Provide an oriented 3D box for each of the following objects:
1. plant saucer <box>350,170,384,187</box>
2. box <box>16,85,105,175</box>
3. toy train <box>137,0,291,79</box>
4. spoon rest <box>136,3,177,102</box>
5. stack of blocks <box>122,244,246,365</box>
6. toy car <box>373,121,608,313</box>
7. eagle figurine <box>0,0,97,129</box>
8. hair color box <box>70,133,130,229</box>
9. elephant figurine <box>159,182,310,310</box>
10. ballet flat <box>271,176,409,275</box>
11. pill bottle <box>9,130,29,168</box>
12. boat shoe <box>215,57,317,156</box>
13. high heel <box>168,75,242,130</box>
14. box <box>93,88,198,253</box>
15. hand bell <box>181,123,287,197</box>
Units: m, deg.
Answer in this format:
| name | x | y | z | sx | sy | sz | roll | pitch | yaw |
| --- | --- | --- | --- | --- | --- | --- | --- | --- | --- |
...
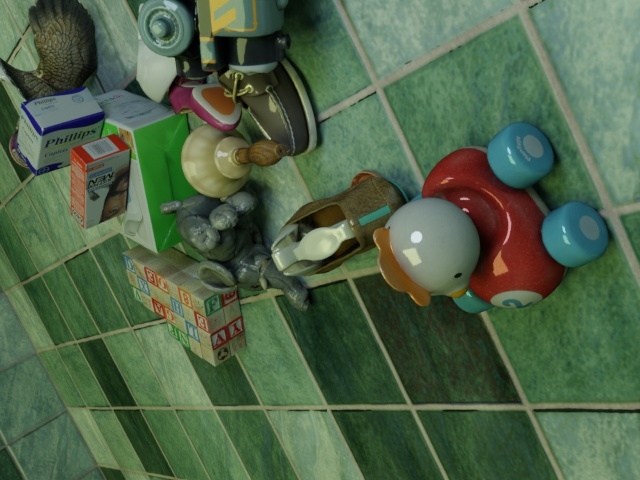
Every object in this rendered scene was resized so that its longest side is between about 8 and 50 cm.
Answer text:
| name | x | y | z | sx | sy | sz | roll | pitch | yaw |
| --- | --- | --- | --- | --- | --- | --- | --- | --- | --- |
| plant saucer | 0.078 | -0.064 | 1.110 | 0.083 | 0.013 | 0.083 | 29 | 133 | 36 |
| box | -0.477 | -0.200 | 1.378 | 0.072 | 0.126 | 0.137 | 52 | 142 | 15 |
| toy train | -0.133 | -0.367 | 0.947 | 0.190 | 0.142 | 0.334 | 6 | 116 | 14 |
| spoon rest | -0.260 | -0.311 | 1.240 | 0.276 | 0.084 | 0.137 | 172 | 101 | -77 |
| stack of blocks | -0.299 | 0.128 | 1.635 | 0.297 | 0.087 | 0.171 | 24 | 132 | 39 |
| toy car | 0.159 | 0.015 | 0.876 | 0.210 | 0.238 | 0.219 | 57 | 145 | 4 |
| eagle figurine | -0.546 | -0.319 | 1.501 | 0.298 | 0.225 | 0.226 | -24 | 91 | 57 |
| hair color box | -0.407 | -0.107 | 1.385 | 0.053 | 0.093 | 0.167 | 44 | 141 | 21 |
| elephant figurine | -0.150 | 0.028 | 1.348 | 0.239 | 0.169 | 0.186 | 65 | 176 | -34 |
| ballet flat | 0.000 | 0.000 | 1.135 | 0.342 | 0.124 | 0.116 | -22 | 98 | 59 |
| pill bottle | -0.668 | -0.238 | 1.808 | 0.193 | 0.108 | 0.108 | -7 | 109 | 52 |
| boat shoe | -0.116 | -0.264 | 1.132 | 0.116 | 0.097 | 0.324 | -21 | 98 | 55 |
| high heel | -0.196 | -0.212 | 1.244 | 0.244 | 0.082 | 0.117 | 48 | 136 | 41 |
| box | -0.360 | -0.144 | 1.490 | 0.231 | 0.127 | 0.262 | 24 | 130 | 38 |
| hand bell | -0.115 | -0.128 | 1.152 | 0.242 | 0.126 | 0.126 | 6 | 119 | 61 |
